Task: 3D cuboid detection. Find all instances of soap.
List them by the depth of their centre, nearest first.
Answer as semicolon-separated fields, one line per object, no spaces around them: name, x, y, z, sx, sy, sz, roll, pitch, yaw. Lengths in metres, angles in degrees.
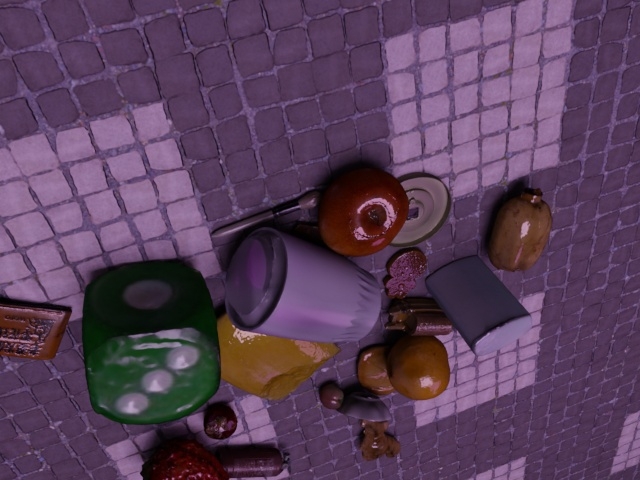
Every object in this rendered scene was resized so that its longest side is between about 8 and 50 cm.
soap;-0.139;0.319;1.758;0.306;0.115;0.427;-39;129;13

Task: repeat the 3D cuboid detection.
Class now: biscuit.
biscuit;0.243;0.095;1.801;0.124;0.026;0.175;6;121;-24
biscuit;0.212;0.423;2.018;0.203;0.041;0.260;-40;130;10

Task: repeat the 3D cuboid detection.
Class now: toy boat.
toy boat;0.330;0.241;1.883;0.310;0.115;0.090;8;118;-25

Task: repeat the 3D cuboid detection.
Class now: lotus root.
lotus root;0.577;-0.025;1.770;0.160;0.146;0.284;-16;128;-33

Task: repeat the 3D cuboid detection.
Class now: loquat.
loquat;0.305;0.391;1.899;0.207;0.208;0.208;-11;127;-14

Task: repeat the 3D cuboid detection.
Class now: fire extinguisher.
fire extinguisher;-0.215;0.744;2.048;0.268;0.105;0.105;7;121;-25

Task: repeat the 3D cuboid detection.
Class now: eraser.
eraser;0.451;0.180;1.774;0.189;0.290;0.104;-27;131;-2

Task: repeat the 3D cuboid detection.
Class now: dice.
dice;-0.409;0.243;1.486;0.296;0.287;0.300;-7;126;-17

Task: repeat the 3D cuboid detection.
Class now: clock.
clock;0.247;-0.078;1.675;0.234;0.029;0.235;-10;127;-14

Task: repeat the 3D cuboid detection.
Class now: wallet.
wallet;-0.729;0.220;1.501;0.195;0.042;0.161;15;118;-29
wallet;0.000;0.000;1.638;0.176;0.026;0.095;9;126;-24

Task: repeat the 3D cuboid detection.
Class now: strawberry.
strawberry;-0.398;0.734;1.868;0.288;0.250;0.239;30;108;-11

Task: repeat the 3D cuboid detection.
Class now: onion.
onion;-0.308;0.558;1.884;0.107;0.097;0.107;-2;95;-18

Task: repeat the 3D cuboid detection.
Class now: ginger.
ginger;0.196;0.699;2.186;0.147;0.081;0.334;-28;131;-6

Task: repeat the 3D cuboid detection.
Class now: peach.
peach;0.035;0.504;1.982;0.083;0.083;0.083;-11;127;-14

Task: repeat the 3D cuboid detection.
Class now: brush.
brush;-0.132;-0.065;1.538;0.299;0.039;0.042;-18;125;-4

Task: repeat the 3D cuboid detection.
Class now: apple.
apple;0.108;-0.067;1.509;0.210;0.173;0.235;30;85;-19

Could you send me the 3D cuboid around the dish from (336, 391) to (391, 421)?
dish;0.143;0.536;2.013;0.190;0.190;0.066;11;86;-28

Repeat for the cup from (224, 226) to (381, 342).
cup;-0.038;0.129;1.556;0.371;0.253;0.253;18;116;-37
